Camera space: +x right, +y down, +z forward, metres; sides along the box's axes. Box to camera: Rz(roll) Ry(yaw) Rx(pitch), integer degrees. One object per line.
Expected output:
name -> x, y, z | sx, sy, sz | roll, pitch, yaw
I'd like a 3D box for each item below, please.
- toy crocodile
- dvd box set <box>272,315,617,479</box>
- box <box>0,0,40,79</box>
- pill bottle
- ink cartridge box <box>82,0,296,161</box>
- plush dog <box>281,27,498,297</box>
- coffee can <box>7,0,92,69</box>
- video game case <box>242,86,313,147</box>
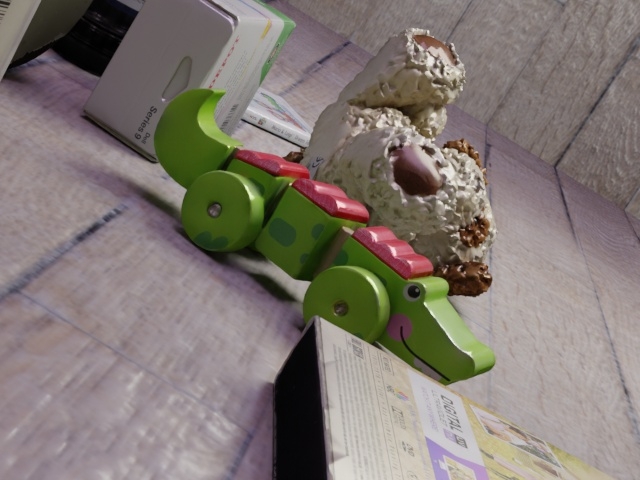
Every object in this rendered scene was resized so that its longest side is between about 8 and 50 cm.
toy crocodile -> 0.000, 0.000, 1.187 | 0.340, 0.105, 0.115 | 38, 14, 22
dvd box set -> 0.165, 0.211, 0.884 | 0.420, 0.062, 0.307 | 29, 13, -10
box -> -0.367, -0.236, 1.130 | 0.311, 0.148, 0.121 | 39, 18, 23
pill bottle -> -0.194, -0.282, 1.531 | 0.123, 0.219, 0.123 | 30, 13, -8
ink cartridge box -> -0.120, -0.167, 1.418 | 0.093, 0.154, 0.212 | 33, 13, 5
plush dog -> 0.089, -0.045, 1.496 | 0.225, 0.211, 0.262 | 41, 36, -27
coffee can -> -0.346, -0.303, 1.303 | 0.275, 0.201, 0.201 | 38, 14, 24
video game case -> -0.079, -0.167, 1.818 | 0.143, 0.019, 0.157 | 23, 16, -34
